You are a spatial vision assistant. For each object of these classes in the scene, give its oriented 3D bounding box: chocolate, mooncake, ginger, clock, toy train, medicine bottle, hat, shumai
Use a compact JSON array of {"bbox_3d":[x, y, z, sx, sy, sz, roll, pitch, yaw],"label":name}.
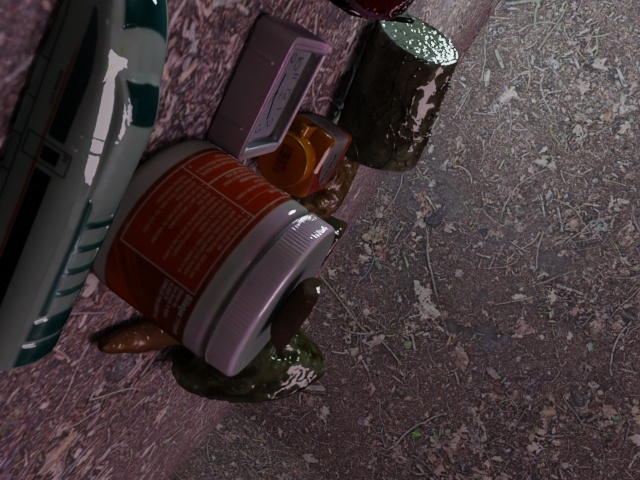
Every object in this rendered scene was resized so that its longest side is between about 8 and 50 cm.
[{"bbox_3d":[-0.038,0.091,0.639,0.100,0.031,0.064,-55,-169,22],"label":"chocolate"},{"bbox_3d":[0.000,0.000,1.919,0.228,0.124,0.228,-58,177,-5],"label":"mooncake"},{"bbox_3d":[0.033,-0.183,1.376,0.219,0.123,0.270,9,106,-85],"label":"ginger"},{"bbox_3d":[-0.076,-0.224,0.743,0.197,0.063,0.150,-59,172,24],"label":"clock"},{"bbox_3d":[-0.223,-0.062,0.449,0.407,0.088,0.086,-59,171,17],"label":"toy train"},{"bbox_3d":[-0.144,0.020,0.700,0.252,0.241,0.252,-54,171,-13],"label":"medicine bottle"},{"bbox_3d":[-0.036,-0.173,1.010,0.149,0.112,0.222,-59,172,23],"label":"medicine bottle"},{"bbox_3d":[0.078,-0.413,0.833,0.140,0.128,0.227,-15,-171,-3],"label":"hat"},{"bbox_3d":[-0.176,0.216,1.271,0.324,0.398,0.323,-123,-145,-78],"label":"shumai"}]

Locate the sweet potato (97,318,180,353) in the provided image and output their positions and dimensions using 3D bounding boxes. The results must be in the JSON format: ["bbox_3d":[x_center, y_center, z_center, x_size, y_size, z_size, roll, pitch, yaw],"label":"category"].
[{"bbox_3d":[-0.321,0.176,0.930,0.072,0.066,0.314,-62,170,-5],"label":"sweet potato"}]

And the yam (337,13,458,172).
[{"bbox_3d":[0.173,-0.334,1.178,0.241,0.241,0.348,-48,164,-42],"label":"yam"}]
